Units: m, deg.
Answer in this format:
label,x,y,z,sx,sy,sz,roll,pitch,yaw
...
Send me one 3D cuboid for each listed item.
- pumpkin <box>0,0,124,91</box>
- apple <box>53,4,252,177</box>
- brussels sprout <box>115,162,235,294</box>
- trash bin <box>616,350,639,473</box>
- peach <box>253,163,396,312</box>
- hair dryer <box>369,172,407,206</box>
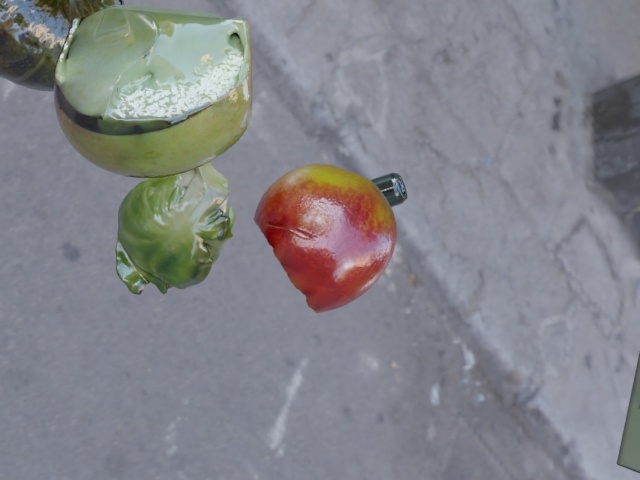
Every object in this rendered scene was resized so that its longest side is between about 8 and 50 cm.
label,x,y,z,sx,sy,sz,roll,pitch,yaw
pumpkin,-0.403,-0.345,1.594,0.232,0.242,0.325,-34,113,-46
apple,-0.159,-0.151,1.155,0.207,0.188,0.173,-85,-178,-61
brussels sprout,-0.178,-0.015,1.420,0.139,0.181,0.100,30,43,-12
trash bin,0.270,0.137,0.921,0.061,0.043,0.092,8,96,-52
peach,0.000,0.000,1.502,0.190,0.190,0.192,49,58,-25
hair dryer,0.107,-0.084,2.020,0.198,0.100,0.057,-30,103,-75
